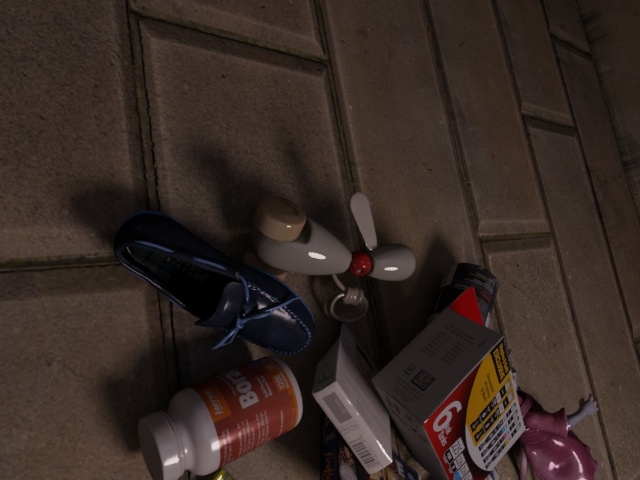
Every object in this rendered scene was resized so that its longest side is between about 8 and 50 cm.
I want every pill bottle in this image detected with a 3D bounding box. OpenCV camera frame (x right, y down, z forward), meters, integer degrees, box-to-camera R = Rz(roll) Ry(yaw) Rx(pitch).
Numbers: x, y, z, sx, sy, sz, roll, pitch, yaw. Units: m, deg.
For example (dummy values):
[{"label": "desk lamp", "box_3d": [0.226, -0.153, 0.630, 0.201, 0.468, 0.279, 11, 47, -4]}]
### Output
[{"label": "pill bottle", "box_3d": [0.317, 0.180, 1.020, 0.130, 0.130, 0.245, 44, 55, -19]}, {"label": "pill bottle", "box_3d": [-0.143, 0.260, 0.652, 0.216, 0.121, 0.121, -13, 85, -39]}]

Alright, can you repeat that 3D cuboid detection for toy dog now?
[{"label": "toy dog", "box_3d": [0.000, 0.000, 0.817, 0.334, 0.220, 0.161, 28, 29, -36]}]

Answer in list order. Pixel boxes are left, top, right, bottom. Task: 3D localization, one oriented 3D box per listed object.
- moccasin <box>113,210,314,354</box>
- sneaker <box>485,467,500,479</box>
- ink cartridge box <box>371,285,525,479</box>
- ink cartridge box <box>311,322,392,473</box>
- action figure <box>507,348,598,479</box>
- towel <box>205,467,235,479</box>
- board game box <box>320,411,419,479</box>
[{"label": "moccasin", "box_3d": [-0.160, 0.093, 0.675, 0.342, 0.137, 0.117, 30, 17, -16]}, {"label": "sneaker", "box_3d": [0.269, 0.549, 0.890, 0.131, 0.112, 0.296, 43, 55, -19]}, {"label": "ink cartridge box", "box_3d": [0.275, 0.288, 0.839, 0.272, 0.130, 0.309, -40, 126, -17]}, {"label": "ink cartridge box", "box_3d": [0.062, 0.271, 0.814, 0.181, 0.056, 0.224, 56, 12, -11]}, {"label": "action figure", "box_3d": [0.494, 0.442, 1.079, 0.370, 0.248, 0.276, 44, 82, -21]}, {"label": "towel", "box_3d": [-0.116, 0.466, 0.681, 0.102, 0.021, 0.237, -45, 106, -31]}, {"label": "board game box", "box_3d": [0.096, 0.423, 0.777, 0.243, 0.042, 0.165, 45, 17, -18]}]
